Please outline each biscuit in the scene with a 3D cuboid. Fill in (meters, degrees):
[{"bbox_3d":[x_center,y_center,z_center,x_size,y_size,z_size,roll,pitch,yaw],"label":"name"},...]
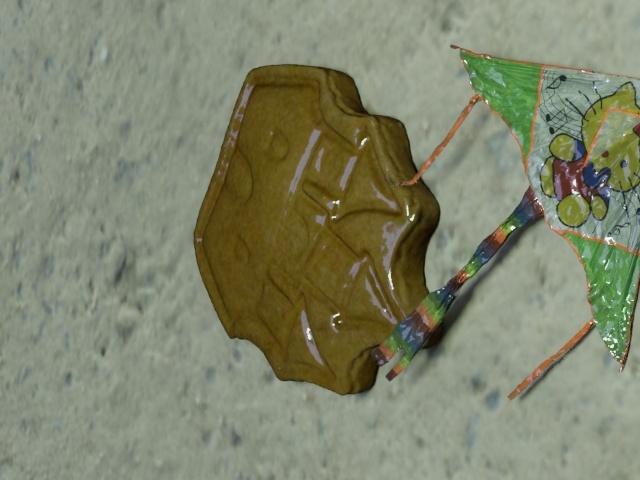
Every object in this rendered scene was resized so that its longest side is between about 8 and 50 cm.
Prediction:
[{"bbox_3d":[-0.002,0.000,1.124,0.215,0.034,0.182,42,122,43],"label":"biscuit"}]

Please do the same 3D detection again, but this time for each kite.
[{"bbox_3d":[0.097,-0.009,0.998,0.244,0.006,0.198,-44,64,35],"label":"kite"}]
